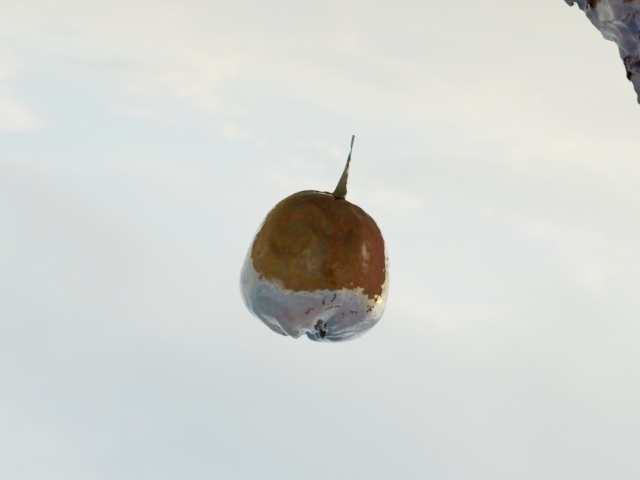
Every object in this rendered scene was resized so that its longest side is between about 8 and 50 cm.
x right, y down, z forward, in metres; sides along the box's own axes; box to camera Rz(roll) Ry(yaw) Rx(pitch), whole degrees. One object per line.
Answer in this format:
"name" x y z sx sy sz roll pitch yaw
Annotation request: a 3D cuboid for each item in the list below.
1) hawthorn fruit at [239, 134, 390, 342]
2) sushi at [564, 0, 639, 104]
"hawthorn fruit" 0.004 0.017 1.353 0.149 0.189 0.149 18 150 11
"sushi" 0.243 -0.175 0.872 0.343 0.182 0.196 44 159 -7
